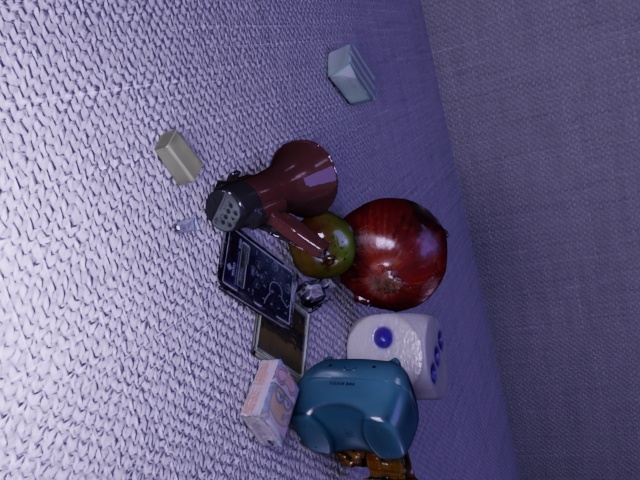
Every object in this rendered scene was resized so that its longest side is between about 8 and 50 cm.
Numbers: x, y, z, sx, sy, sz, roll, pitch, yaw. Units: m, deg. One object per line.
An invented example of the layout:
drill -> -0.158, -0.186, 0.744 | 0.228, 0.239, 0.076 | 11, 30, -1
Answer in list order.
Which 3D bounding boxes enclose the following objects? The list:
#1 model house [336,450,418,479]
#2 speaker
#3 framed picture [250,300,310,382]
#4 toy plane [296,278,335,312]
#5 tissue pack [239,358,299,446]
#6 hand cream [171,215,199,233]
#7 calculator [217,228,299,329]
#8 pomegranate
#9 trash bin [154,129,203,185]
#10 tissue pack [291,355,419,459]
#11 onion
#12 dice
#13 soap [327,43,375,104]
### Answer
model house -> 0.136, 0.556, 1.729 | 0.220, 0.199, 0.229 | -66, 142, -62
speaker -> -0.090, -0.066, 1.484 | 0.259, 0.198, 0.329 | 56, 35, -5
framed picture -> -0.088, 0.218, 1.593 | 0.252, 0.014, 0.197 | 46, 42, -52
toy plane -> -0.008, 0.134, 1.744 | 0.078, 0.053, 0.197 | 53, 28, 7
tissue pack -> -0.108, 0.354, 1.445 | 0.155, 0.065, 0.116 | -72, 146, -47
hand cream -> -0.265, -0.029, 1.297 | 0.093, 0.019, 0.030 | -27, 104, -71
calculator -> -0.137, 0.084, 1.491 | 0.274, 0.028, 0.166 | 40, 46, -46
pomegranate -> 0.000, 0.000, 1.701 | 0.210, 0.180, 0.180 | -116, -178, -62
trash bin -> -0.275, -0.161, 1.283 | 0.092, 0.043, 0.061 | 59, 33, -38
tissue pack -> 0.089, 0.392, 1.585 | 0.198, 0.287, 0.206 | 66, 34, -33
onion -> 0.214, 0.031, 1.921 | 0.341, 0.341, 0.341 | 33, 52, -58
dice -> 0.236, 0.354, 1.987 | 0.259, 0.243, 0.251 | 28, 56, -64
soap -> 0.101, -0.544, 2.175 | 0.230, 0.091, 0.145 | 40, 43, -54
